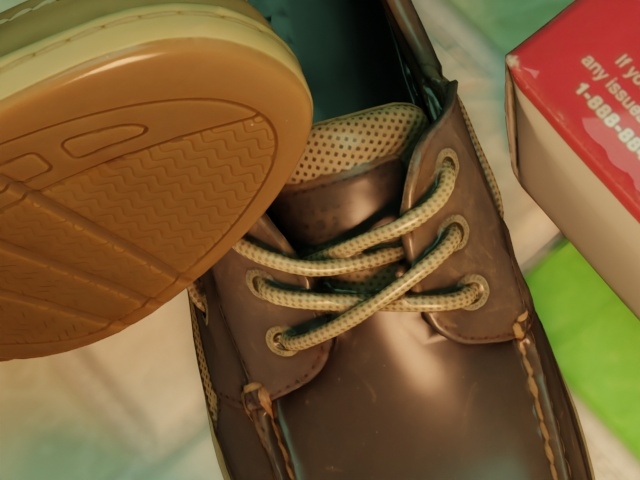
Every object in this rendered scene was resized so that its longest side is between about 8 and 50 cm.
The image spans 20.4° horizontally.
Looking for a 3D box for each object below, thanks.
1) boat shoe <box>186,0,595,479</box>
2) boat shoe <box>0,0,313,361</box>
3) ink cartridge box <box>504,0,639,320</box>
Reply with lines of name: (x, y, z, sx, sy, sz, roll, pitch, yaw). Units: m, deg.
boat shoe: (0.000, 0.000, 0.618, 0.132, 0.130, 0.355, -22, 69, 2)
boat shoe: (-0.147, -0.017, 0.597, 0.341, 0.121, 0.110, -25, 54, 33)
ink cartridge box: (0.247, -0.054, 0.598, 0.306, 0.131, 0.226, -39, 70, -4)
